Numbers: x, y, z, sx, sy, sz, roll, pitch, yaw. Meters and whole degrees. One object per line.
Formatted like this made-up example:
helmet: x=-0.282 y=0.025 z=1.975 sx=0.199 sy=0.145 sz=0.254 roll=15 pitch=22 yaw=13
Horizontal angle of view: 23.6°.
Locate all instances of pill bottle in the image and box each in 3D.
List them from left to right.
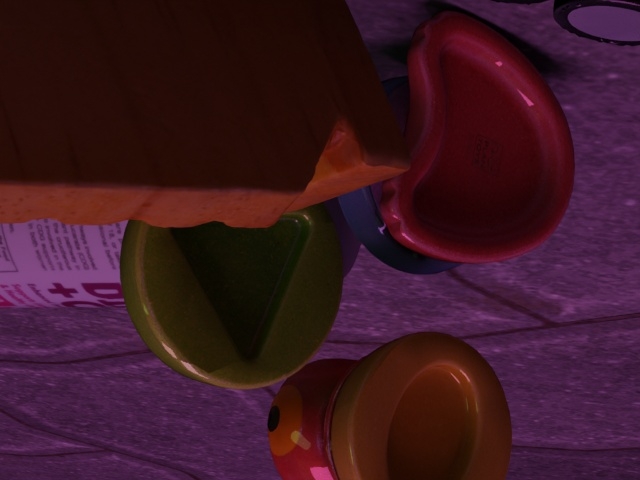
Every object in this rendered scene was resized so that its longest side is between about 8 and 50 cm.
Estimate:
pill bottle: x=-0.123 y=-0.033 z=1.062 sx=0.283 sy=0.160 sz=0.160 roll=-2 pitch=159 yaw=24

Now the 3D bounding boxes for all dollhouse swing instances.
dollhouse swing: x=-0.218 y=-0.068 z=0.708 sx=0.347 sy=0.315 sz=0.305 roll=1 pitch=146 yaw=-38

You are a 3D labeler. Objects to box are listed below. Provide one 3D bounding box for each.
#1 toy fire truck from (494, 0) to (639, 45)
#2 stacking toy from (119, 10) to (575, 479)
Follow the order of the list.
toy fire truck: x=0.194 y=-0.175 z=0.608 sx=0.217 sy=0.158 sz=0.246 roll=16 pitch=169 yaw=-24
stacking toy: x=0.000 y=0.000 z=0.927 sx=0.279 sy=0.309 sz=0.130 roll=30 pitch=158 yaw=-28
